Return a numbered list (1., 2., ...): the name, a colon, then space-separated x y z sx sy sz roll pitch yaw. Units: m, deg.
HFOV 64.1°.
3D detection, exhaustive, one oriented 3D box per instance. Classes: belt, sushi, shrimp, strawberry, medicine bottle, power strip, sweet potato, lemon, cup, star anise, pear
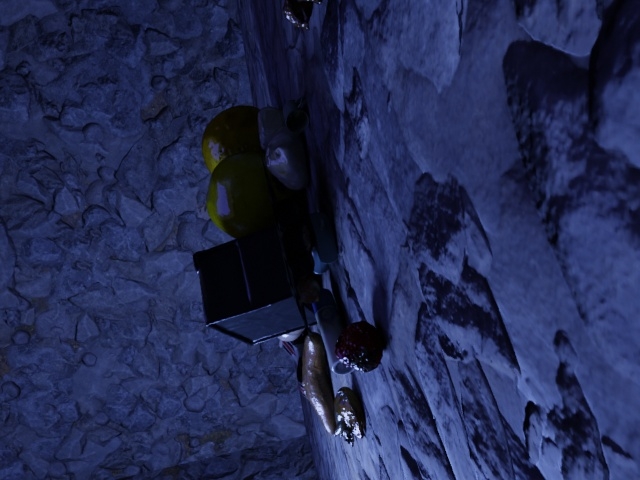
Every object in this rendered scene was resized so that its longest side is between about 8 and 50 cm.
1. belt: -0.069 0.450 1.972 0.359 0.126 0.094 -120 28 -52
2. sushi: -0.043 0.015 1.152 0.320 0.069 0.339 76 180 -57
3. shrimp: 0.064 0.456 1.232 0.117 0.066 0.261 -111 12 -52
4. strawberry: 0.066 0.172 0.848 0.096 0.083 0.083 -103 5 -70
5. medicine bottle: 0.027 0.206 1.190 0.230 0.059 0.059 -112 14 -52
6. power strip: 0.000 0.000 1.178 0.216 0.044 0.137 113 147 -76
7. sweet potato: -0.013 0.452 1.645 0.114 0.092 0.340 2 103 64
8. lemon: -0.253 -0.302 1.715 0.297 0.298 0.296 170 90 -82
9. cup: -0.060 -0.299 1.184 0.083 0.055 0.074 -108 10 -54
10. star anise: -0.036 -0.444 0.805 0.177 0.074 0.233 108 159 -54
11. pear: -0.190 -0.130 1.515 0.294 0.295 0.293 170 90 -82

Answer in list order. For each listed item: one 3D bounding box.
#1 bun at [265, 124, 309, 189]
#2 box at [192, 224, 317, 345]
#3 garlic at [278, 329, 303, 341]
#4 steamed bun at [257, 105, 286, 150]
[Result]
1. bun: -0.092 -0.211 1.344 0.183 0.102 0.183 168 90 -84
2. box: -0.159 0.140 1.440 0.345 0.252 0.204 54 -161 -65
3. garlic: -0.132 0.274 1.955 0.228 0.152 0.227 -166 90 -75
4. steamed bun: -0.141 -0.337 1.545 0.112 0.091 0.129 116 146 -69
